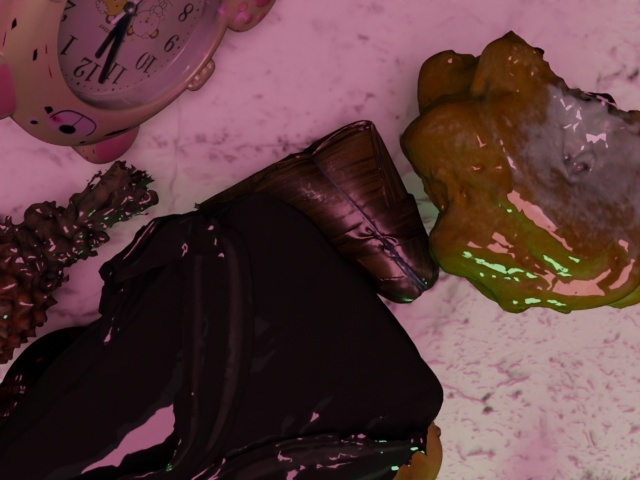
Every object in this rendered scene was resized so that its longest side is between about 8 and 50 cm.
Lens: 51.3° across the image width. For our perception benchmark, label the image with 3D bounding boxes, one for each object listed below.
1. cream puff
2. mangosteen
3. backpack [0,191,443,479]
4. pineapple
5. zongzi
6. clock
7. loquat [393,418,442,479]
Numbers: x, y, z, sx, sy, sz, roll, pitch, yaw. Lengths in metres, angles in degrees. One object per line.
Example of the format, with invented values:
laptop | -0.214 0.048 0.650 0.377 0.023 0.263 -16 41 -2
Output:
cream puff | 0.230 -0.049 0.737 0.324 0.270 0.274 21 79 -4
mangosteen | -0.274 0.196 0.777 0.200 0.200 0.199 -2 101 -8
backpack | -0.110 0.186 0.632 0.363 0.255 0.445 46 76 -15
pineapple | -0.335 0.034 0.728 0.361 0.175 0.175 -31 104 -1
zongzi | 0.000 0.000 0.784 0.242 0.112 0.220 -25 84 1
clock | -0.199 -0.226 0.649 0.114 0.284 0.309 41 97 18
loquat | 0.074 0.245 0.840 0.172 0.149 0.204 23 80 -12
